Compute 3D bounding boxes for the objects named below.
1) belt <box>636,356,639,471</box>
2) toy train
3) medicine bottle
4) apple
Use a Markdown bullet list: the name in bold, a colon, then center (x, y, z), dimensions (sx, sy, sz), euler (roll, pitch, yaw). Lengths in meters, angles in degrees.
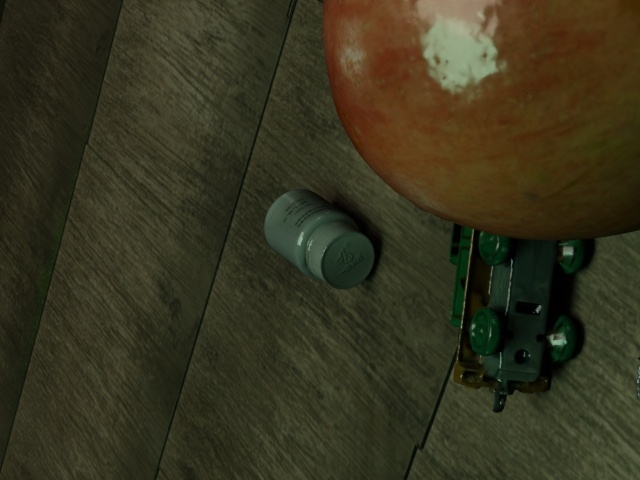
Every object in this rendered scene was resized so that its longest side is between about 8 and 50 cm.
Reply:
- **belt**: center (0.300, 0.192, 1.233), dimensions (0.122, 0.128, 0.218), euler (117, 157, -87)
- **toy train**: center (0.167, 0.039, 1.516), dimensions (0.136, 0.091, 0.227), euler (-166, 83, -70)
- **medicine bottle**: center (0.000, 0.000, 1.807), dimensions (0.130, 0.080, 0.080), euler (36, 115, 55)
- **apple**: center (0.197, -0.170, 1.252), dimensions (0.364, 0.364, 0.364), euler (-19, 68, 57)
